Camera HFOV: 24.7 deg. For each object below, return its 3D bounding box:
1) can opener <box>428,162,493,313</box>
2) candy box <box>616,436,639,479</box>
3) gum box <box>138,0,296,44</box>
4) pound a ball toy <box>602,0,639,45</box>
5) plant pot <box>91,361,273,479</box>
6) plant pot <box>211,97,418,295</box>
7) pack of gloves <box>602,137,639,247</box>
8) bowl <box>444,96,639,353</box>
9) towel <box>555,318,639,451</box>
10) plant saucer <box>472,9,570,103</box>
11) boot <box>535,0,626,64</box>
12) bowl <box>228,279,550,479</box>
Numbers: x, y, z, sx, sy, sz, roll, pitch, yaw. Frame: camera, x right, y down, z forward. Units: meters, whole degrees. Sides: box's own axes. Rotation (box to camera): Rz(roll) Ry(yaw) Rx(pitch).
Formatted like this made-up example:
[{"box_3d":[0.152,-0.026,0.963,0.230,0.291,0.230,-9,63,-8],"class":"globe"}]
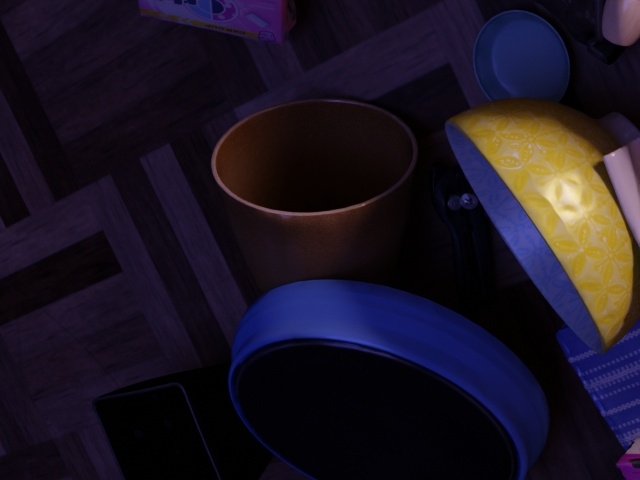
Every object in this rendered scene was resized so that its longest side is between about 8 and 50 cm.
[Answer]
[{"box_3d":[0.173,-0.004,1.709,0.059,0.073,0.186,-16,105,2],"class":"can opener"},{"box_3d":[0.434,0.328,1.593,0.159,0.071,0.233,-8,105,36],"class":"candy box"},{"box_3d":[-0.119,-0.298,1.720,0.188,0.062,0.107,12,157,4],"class":"gum box"},{"box_3d":[0.413,-0.134,1.352,0.319,0.208,0.136,41,129,16],"class":"pound a ball toy"},{"box_3d":[-0.167,0.258,2.006,0.187,0.167,0.188,-15,100,41],"class":"plant pot"},{"box_3d":[0.000,0.000,1.742,0.237,0.237,0.254,21,133,30],"class":"plant pot"},{"box_3d":[0.396,-0.011,1.429,0.046,0.195,0.232,-10,103,62],"class":"pack of gloves"},{"box_3d":[0.271,-0.044,1.517,0.156,0.289,0.289,-33,87,-1],"class":"bowl"},{"box_3d":[0.432,0.188,1.603,0.243,0.040,0.336,-31,91,40],"class":"towel"},{"box_3d":[0.223,-0.195,1.598,0.119,0.021,0.119,16,118,33],"class":"plant saucer"},{"box_3d":[0.211,-0.282,1.450,0.229,0.091,0.263,37,173,15],"class":"boot"},{"box_3d":[0.071,0.198,1.731,0.391,0.077,0.391,15,144,12],"class":"bowl"}]
